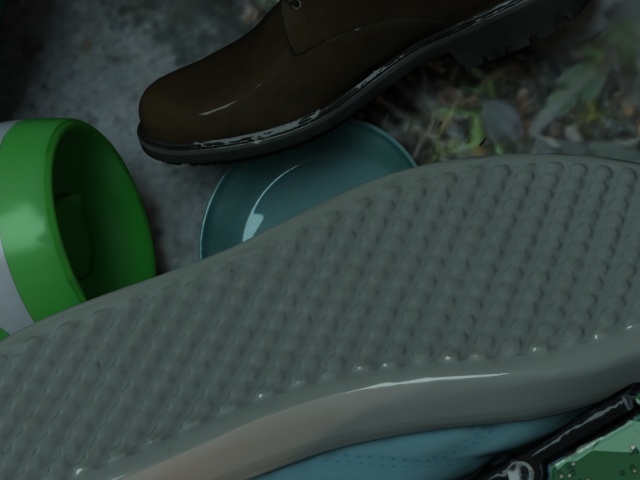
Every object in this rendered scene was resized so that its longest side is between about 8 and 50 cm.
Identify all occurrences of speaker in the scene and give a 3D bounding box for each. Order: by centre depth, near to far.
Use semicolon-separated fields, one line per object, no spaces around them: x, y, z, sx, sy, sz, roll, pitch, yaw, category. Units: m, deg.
-0.235;0.031;0.934;0.297;0.131;0.131;-15;69;18;speaker

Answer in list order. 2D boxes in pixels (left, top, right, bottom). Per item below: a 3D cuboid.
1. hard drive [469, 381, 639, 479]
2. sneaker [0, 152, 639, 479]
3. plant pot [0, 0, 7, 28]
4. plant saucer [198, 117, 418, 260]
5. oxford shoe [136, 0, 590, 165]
0.078;0.218;0.749;0.339;0.064;0.237;-33;83;14;hard drive
0.019;0.073;0.835;0.366;0.150;0.135;-15;47;-3;sneaker
-0.269;-0.133;0.946;0.290;0.290;0.195;-15;102;18;plant pot
0.000;0.000;0.907;0.119;0.021;0.119;-6;72;20;plant saucer
0.005;-0.110;0.888;0.227;0.096;0.083;-27;33;11;oxford shoe
